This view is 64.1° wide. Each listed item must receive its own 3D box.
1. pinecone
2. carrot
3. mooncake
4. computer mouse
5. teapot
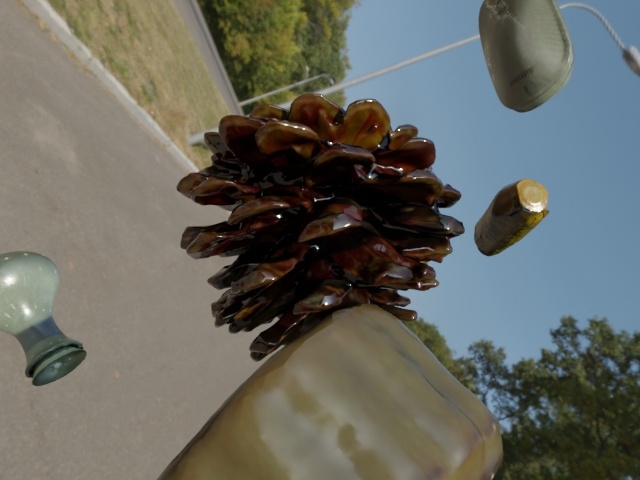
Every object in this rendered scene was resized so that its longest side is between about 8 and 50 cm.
[{"bbox_3d":[0.000,0.000,0.704,0.398,0.397,0.398,160,-90,-89],"label":"pinecone"},{"bbox_3d":[0.305,-0.036,0.834,0.173,0.082,0.082,111,-39,-67],"label":"carrot"},{"bbox_3d":[0.005,0.203,0.411,0.161,0.290,0.290,43,-14,24],"label":"mooncake"},{"bbox_3d":[0.445,-0.447,1.142,0.197,0.094,0.331,-35,-120,52],"label":"computer mouse"},{"bbox_3d":[-0.567,0.149,0.994,0.251,0.183,0.183,49,-7,14],"label":"teapot"}]
